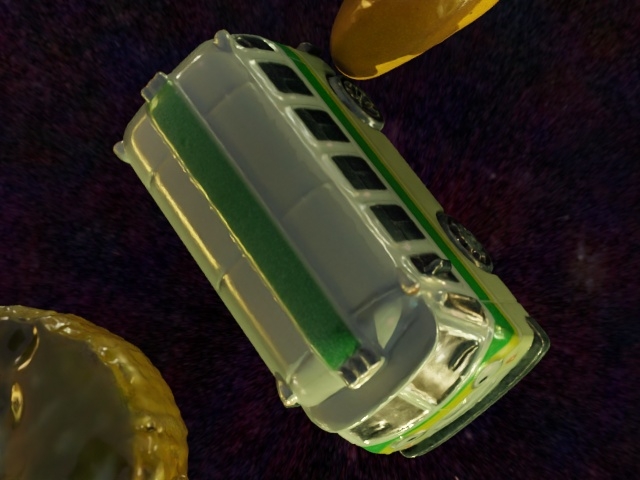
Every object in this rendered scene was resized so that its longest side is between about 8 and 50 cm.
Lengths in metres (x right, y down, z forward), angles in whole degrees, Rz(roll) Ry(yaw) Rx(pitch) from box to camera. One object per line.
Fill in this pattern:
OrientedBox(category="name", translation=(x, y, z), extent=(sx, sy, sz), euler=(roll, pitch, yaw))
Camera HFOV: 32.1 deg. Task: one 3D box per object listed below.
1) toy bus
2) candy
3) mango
OrientedBox(category="toy bus", translation=(0.000, 0.000, 0.708), extent=(0.133, 0.165, 0.276), euler=(-45, 67, 19))
OrientedBox(category="candy", translation=(-0.226, 0.175, 0.832), extent=(0.260, 0.118, 0.260), euler=(-4, 74, 15))
OrientedBox(category="mango", translation=(0.069, -0.169, 0.746), extent=(0.190, 0.098, 0.075), euler=(-33, 81, 41))
